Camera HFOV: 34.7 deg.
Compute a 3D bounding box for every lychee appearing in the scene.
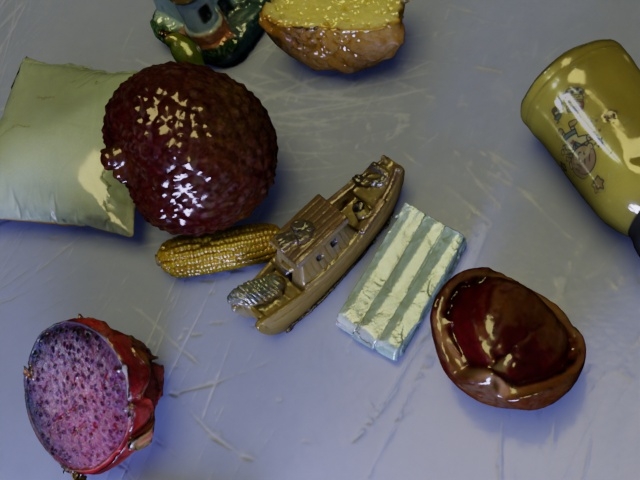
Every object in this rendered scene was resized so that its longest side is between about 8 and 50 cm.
[{"bbox_3d":[-0.192,-0.138,1.495,0.261,0.260,0.260,-6,64,12],"label":"lychee"}]

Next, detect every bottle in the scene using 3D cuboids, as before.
[{"bbox_3d":[0.428,-0.093,1.378,0.172,0.171,0.351,-29,62,1],"label":"bottle"}]

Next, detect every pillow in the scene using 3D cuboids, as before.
[{"bbox_3d":[-0.402,-0.156,1.658,0.310,0.119,0.312,8,67,14],"label":"pillow"}]

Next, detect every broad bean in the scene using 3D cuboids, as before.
[{"bbox_3d":[-0.185,-0.233,1.643,0.053,0.052,0.256,-22,82,-37],"label":"broad bean"}]

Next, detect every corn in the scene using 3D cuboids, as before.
[{"bbox_3d":[-0.151,0.015,1.540,0.208,0.068,0.068,-8,64,11],"label":"corn"}]

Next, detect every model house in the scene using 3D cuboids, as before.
[{"bbox_3d":[-0.196,-0.466,1.658,0.185,0.291,0.253,25,74,29],"label":"model house"}]

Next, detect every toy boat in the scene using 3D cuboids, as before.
[{"bbox_3d":[0.000,0.000,1.479,0.321,0.121,0.089,-45,57,-8],"label":"toy boat"}]

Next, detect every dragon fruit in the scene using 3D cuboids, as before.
[{"bbox_3d":[-0.299,0.213,1.462,0.223,0.148,0.218,48,115,19],"label":"dragon fruit"}]

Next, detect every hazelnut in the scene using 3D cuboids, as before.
[{"bbox_3d":[0.243,0.131,1.329,0.202,0.160,0.170,16,69,27],"label":"hazelnut"}]

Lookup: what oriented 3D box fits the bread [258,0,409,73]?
[{"bbox_3d":[0.033,-0.342,1.618,0.229,0.139,0.143,9,66,18],"label":"bread"}]

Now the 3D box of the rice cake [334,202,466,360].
[{"bbox_3d":[0.114,0.059,1.464,0.124,0.038,0.211,31,77,26],"label":"rice cake"}]
